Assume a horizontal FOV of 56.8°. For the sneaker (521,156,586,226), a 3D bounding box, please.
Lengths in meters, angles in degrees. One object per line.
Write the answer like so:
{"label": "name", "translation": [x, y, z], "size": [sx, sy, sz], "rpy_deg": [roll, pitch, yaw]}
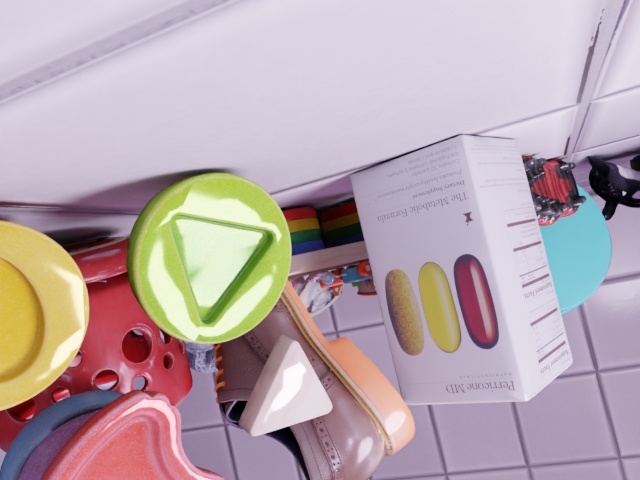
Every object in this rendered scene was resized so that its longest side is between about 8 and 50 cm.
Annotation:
{"label": "sneaker", "translation": [0.287, -0.061, 0.859], "size": [0.135, 0.097, 0.276], "rpy_deg": [-18, 175, 35]}

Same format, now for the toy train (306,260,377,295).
{"label": "toy train", "translation": [0.040, 0.058, 0.820], "size": [0.125, 0.046, 0.166], "rpy_deg": [-14, 176, 8]}

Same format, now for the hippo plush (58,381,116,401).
{"label": "hippo plush", "translation": [-0.543, 0.226, 1.264], "size": [0.294, 0.236, 0.234], "rpy_deg": [-16, 176, 35]}

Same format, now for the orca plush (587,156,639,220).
{"label": "orca plush", "translation": [0.547, -0.077, 1.066], "size": [0.151, 0.102, 0.287], "rpy_deg": [22, -165, 26]}

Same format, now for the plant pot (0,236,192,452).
{"label": "plant pot", "translation": [-0.237, 0.092, 0.591], "size": [0.191, 0.173, 0.191], "rpy_deg": [-8, -172, 1]}

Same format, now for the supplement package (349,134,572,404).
{"label": "supplement package", "translation": [0.146, 0.030, 0.609], "size": [0.139, 0.243, 0.134], "rpy_deg": [-17, 175, 40]}

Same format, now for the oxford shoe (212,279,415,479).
{"label": "oxford shoe", "translation": [-0.074, 0.112, 0.633], "size": [0.133, 0.364, 0.129], "rpy_deg": [-36, 146, -24]}

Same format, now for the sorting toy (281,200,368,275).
{"label": "sorting toy", "translation": [0.000, 0.000, 0.861], "size": [0.257, 0.089, 0.255], "rpy_deg": [-11, 176, -21]}

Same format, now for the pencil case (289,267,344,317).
{"label": "pencil case", "translation": [-0.150, 0.095, 1.207], "size": [0.184, 0.159, 0.411], "rpy_deg": [-22, -176, -44]}

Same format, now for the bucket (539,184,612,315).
{"label": "bucket", "translation": [0.359, 0.016, 1.060], "size": [0.282, 0.280, 0.183], "rpy_deg": [-13, 171, -6]}

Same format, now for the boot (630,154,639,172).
{"label": "boot", "translation": [0.713, -0.163, 1.133], "size": [0.220, 0.082, 0.106], "rpy_deg": [-7, -170, -11]}

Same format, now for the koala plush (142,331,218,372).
{"label": "koala plush", "translation": [-0.231, 0.112, 0.980], "size": [0.221, 0.203, 0.196], "rpy_deg": [25, -166, -43]}

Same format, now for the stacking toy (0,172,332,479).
{"label": "stacking toy", "translation": [-0.154, 0.091, 0.477], "size": [0.280, 0.308, 0.130], "rpy_deg": [-28, -156, -31]}
